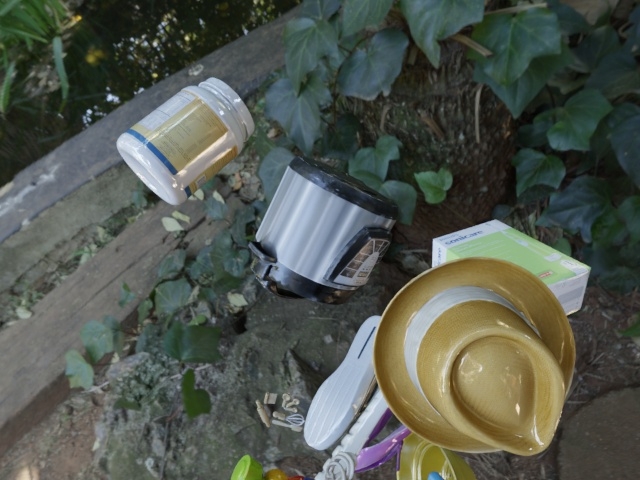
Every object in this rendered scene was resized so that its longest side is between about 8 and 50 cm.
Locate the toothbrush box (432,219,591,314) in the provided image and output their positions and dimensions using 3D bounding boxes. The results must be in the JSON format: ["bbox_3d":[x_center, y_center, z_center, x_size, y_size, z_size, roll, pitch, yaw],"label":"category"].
[{"bbox_3d":[0.437,0.076,0.965,0.206,0.122,0.283,-17,32,-17],"label":"toothbrush box"}]

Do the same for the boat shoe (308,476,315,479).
[{"bbox_3d":[0.079,1.008,1.512,0.342,0.123,0.123,21,65,10],"label":"boat shoe"}]

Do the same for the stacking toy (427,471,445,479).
[{"bbox_3d":[0.017,0.359,0.387,0.301,0.166,0.175,-10,83,2],"label":"stacking toy"}]

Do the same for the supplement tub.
[{"bbox_3d":[-0.228,-0.175,0.703,0.144,0.144,0.200,29,66,34],"label":"supplement tub"}]

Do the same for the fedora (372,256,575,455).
[{"bbox_3d":[0.140,0.112,0.336,0.194,0.194,0.079,-31,10,5],"label":"fedora"}]

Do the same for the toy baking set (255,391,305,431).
[{"bbox_3d":[-0.176,0.780,1.801,0.196,0.256,0.030,-9,24,8],"label":"toy baking set"}]

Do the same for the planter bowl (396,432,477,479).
[{"bbox_3d":[0.238,0.477,0.768,0.090,0.217,0.217,4,56,-19],"label":"planter bowl"}]

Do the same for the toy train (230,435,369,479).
[{"bbox_3d":[-0.058,0.340,0.551,0.248,0.143,0.105,-53,14,-11],"label":"toy train"}]

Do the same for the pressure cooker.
[{"bbox_3d":[-0.003,-0.003,1.234,0.369,0.375,0.420,26,103,-7],"label":"pressure cooker"}]

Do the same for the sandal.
[{"bbox_3d":[0.094,0.377,0.720,0.102,0.169,0.416,36,82,22],"label":"sandal"}]

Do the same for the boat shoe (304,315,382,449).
[{"bbox_3d":[0.096,0.344,0.944,0.335,0.119,0.121,-54,31,-13],"label":"boat shoe"}]
